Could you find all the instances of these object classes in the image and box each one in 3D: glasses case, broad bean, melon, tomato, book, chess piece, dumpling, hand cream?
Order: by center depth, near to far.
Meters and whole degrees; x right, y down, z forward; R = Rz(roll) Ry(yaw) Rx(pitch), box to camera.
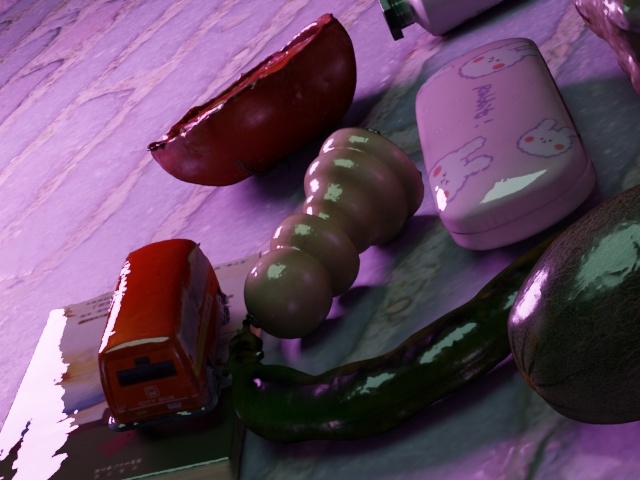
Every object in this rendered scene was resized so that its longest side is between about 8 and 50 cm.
[{"bbox_3d":[0.178,0.028,0.743,0.167,0.114,0.114,-35,22,2],"label":"melon"},{"bbox_3d":[0.048,0.067,0.908,0.292,0.049,0.144,-18,34,25],"label":"broad bean"},{"bbox_3d":[0.260,-0.132,0.998,0.332,0.166,0.086,-59,-12,-75],"label":"dumpling"},{"bbox_3d":[-0.143,0.111,1.063,0.201,0.026,0.289,-15,27,9],"label":"book"},{"bbox_3d":[0.000,0.000,1.067,0.094,0.094,0.170,-5,38,48],"label":"chess piece"},{"bbox_3d":[0.136,-0.081,1.069,0.113,0.075,0.297,-26,24,11],"label":"glasses case"},{"bbox_3d":[-0.055,-0.120,1.375,0.228,0.101,0.228,-32,14,9],"label":"tomato"},{"bbox_3d":[0.220,-0.295,1.427,0.336,0.076,0.121,-23,25,6],"label":"hand cream"}]

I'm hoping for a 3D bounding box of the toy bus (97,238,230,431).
[{"bbox_3d":[-0.114,0.062,1.016,0.079,0.077,0.174,-13,28,8],"label":"toy bus"}]
